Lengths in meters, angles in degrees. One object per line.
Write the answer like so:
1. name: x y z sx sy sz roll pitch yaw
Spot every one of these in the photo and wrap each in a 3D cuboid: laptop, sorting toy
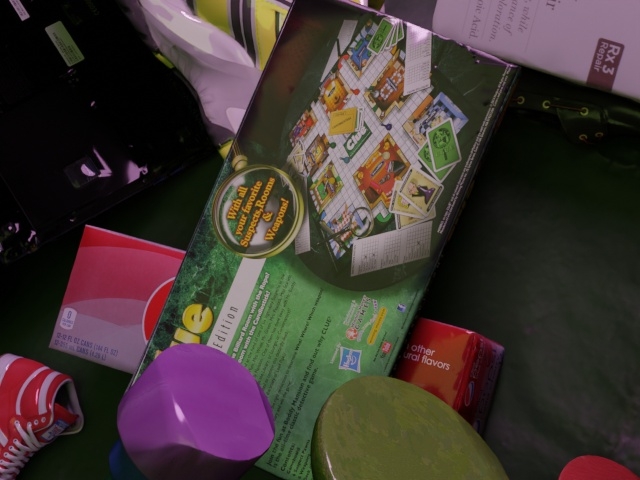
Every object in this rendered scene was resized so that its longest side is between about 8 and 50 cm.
1. laptop: -0.239 -0.066 0.992 0.264 0.136 0.234 -31 72 -14
2. sorting toy: 0.040 0.163 0.728 0.126 0.365 0.127 -48 34 32

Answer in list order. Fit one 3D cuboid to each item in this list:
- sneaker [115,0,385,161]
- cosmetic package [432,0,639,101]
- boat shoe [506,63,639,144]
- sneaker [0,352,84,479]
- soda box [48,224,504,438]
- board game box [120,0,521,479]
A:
1. sneaker: -0.043 -0.155 0.882 0.147 0.145 0.385 -37 82 3
2. cosmetic package: 0.191 -0.141 0.789 0.231 0.085 0.117 19 112 19
3. boat shoe: 0.161 -0.076 0.834 0.133 0.049 0.042 22 92 25
4. sneaker: -0.200 0.139 0.930 0.067 0.042 0.118 11 83 24
5. soda box: -0.027 0.065 0.854 0.263 0.092 0.083 14 86 21
6. board game box: 0.000 0.000 0.777 0.136 0.030 0.260 24 90 8
